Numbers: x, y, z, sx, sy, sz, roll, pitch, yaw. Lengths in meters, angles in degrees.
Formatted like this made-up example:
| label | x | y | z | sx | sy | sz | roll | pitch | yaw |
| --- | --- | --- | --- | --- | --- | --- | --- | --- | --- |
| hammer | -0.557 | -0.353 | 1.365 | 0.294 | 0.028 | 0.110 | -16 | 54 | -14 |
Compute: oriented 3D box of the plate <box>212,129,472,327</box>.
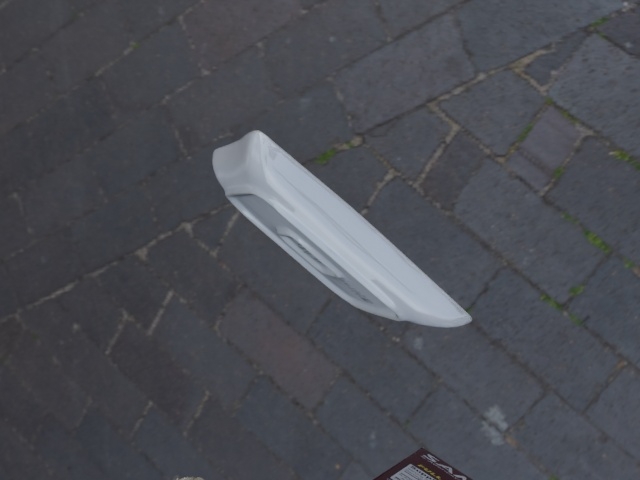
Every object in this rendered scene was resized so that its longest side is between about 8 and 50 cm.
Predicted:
| label | x | y | z | sx | sy | sz | roll | pitch | yaw |
| --- | --- | --- | --- | --- | --- | --- | --- | --- | --- |
| plate | 0.000 | 0.000 | 0.960 | 0.278 | 0.277 | 0.045 | 41 | 81 | -13 |

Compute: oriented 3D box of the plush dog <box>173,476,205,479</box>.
| label | x | y | z | sx | sy | sz | roll | pitch | yaw |
| --- | --- | --- | --- | --- | --- | --- | --- | --- | --- |
| plush dog | -0.224 | 0.417 | 1.242 | 0.210 | 0.262 | 0.225 | 43 | 89 | 5 |

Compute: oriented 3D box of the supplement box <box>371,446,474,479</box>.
| label | x | y | z | sx | sy | sz | roll | pitch | yaw |
| --- | --- | --- | --- | --- | --- | --- | --- | --- | --- |
| supplement box | 0.013 | 0.200 | 0.467 | 0.073 | 0.239 | 0.130 | 32 | 103 | 22 |
